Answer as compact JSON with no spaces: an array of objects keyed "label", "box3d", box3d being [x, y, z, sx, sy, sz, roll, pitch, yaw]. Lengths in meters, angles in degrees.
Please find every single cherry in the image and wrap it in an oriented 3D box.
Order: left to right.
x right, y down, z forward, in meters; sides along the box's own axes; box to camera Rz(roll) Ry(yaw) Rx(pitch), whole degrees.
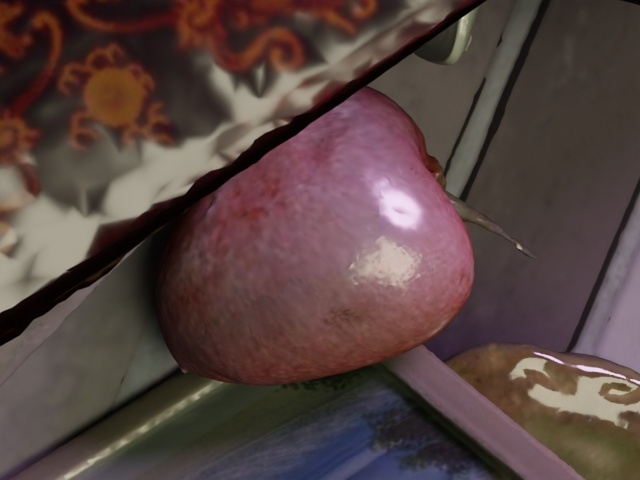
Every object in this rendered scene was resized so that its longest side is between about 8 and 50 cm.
[{"label":"cherry","box3d":[0.001,0.001,0.607,0.126,0.106,0.087,-42,147,-17]}]

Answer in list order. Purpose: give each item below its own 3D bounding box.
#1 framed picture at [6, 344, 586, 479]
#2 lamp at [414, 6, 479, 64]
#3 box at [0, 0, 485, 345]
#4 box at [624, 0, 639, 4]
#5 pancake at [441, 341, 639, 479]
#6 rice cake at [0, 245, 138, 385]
[{"label":"framed picture","box3d":[-0.056,0.145,0.541,0.315,0.232,0.024,-31,131,-20]},{"label":"lamp","box3d":[-0.014,-0.132,0.595,0.198,0.050,0.056,29,90,-32]},{"label":"box","box3d":[-0.152,-0.172,0.394,0.264,0.116,0.415,-35,97,-19]},{"label":"box","box3d":[0.162,-0.190,0.631,0.243,0.135,0.163,-36,116,-16]},{"label":"pancake","box3d":[0.069,0.154,0.673,0.222,0.042,0.236,15,103,1]},{"label":"rice cake","box3d":[-0.141,0.032,0.559,0.399,0.064,0.070,-47,114,-11]}]
